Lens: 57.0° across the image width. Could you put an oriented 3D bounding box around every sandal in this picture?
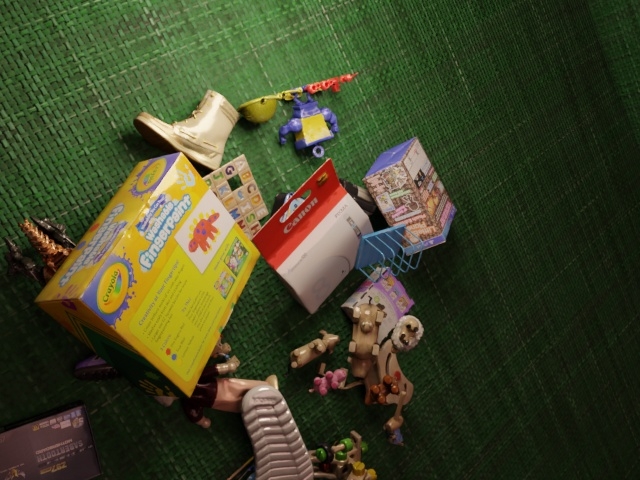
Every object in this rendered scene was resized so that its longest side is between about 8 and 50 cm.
[{"bbox_3d":[-0.120,0.583,1.635,0.169,0.102,0.416,-12,101,-17],"label":"sandal"}]

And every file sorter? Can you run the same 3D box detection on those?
[{"bbox_3d":[0.208,0.042,1.764,0.170,0.104,0.118,-16,132,-33],"label":"file sorter"}]

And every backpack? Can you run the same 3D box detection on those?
[{"bbox_3d":[-0.059,-0.048,1.742,0.173,0.117,0.158,24,77,-31],"label":"backpack"}]

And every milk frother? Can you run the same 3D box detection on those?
[{"bbox_3d":[0.093,-0.100,1.856,0.135,0.129,0.143,20,121,-28],"label":"milk frother"}]

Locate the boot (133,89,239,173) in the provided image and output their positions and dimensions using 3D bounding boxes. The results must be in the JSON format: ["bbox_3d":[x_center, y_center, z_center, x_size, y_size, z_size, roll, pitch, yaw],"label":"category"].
[{"bbox_3d":[-0.352,-0.324,1.586,0.262,0.095,0.203,29,75,-33],"label":"boot"}]

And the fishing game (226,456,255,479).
[{"bbox_3d":[-0.149,0.746,1.666,0.189,0.041,0.264,-31,87,-27],"label":"fishing game"}]

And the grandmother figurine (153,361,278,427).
[{"bbox_3d":[-0.295,0.414,1.595,0.342,0.104,0.207,16,94,-27],"label":"grandmother figurine"}]

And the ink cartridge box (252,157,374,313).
[{"bbox_3d":[0.000,0.000,1.644,0.308,0.091,0.385,-47,150,-12],"label":"ink cartridge box"}]

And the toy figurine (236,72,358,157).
[{"bbox_3d":[-0.039,-0.341,1.727,0.362,0.191,0.217,-25,108,-33],"label":"toy figurine"}]

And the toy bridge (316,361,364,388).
[{"bbox_3d":[0.068,0.432,1.848,0.188,0.026,0.063,21,78,-28],"label":"toy bridge"}]

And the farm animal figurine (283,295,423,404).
[{"bbox_3d":[0.099,0.324,1.753,0.330,0.172,0.326,25,82,7],"label":"farm animal figurine"}]

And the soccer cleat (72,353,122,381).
[{"bbox_3d":[-0.469,0.273,1.506,0.318,0.108,0.116,-12,71,-27],"label":"soccer cleat"}]

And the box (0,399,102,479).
[{"bbox_3d":[-0.657,0.507,1.395,0.233,0.059,0.183,-14,96,-30],"label":"box"}]

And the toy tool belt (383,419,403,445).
[{"bbox_3d":[0.244,0.630,1.929,0.052,0.051,0.083,-25,100,-29],"label":"toy tool belt"}]

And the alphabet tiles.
[{"bbox_3d":[-0.249,-0.091,1.654,0.198,0.009,0.237,-37,122,-27],"label":"alphabet tiles"}]

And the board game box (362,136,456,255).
[{"bbox_3d":[0.292,-0.144,1.884,0.291,0.141,0.232,58,33,-15],"label":"board game box"}]

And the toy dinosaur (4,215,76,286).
[{"bbox_3d":[-0.592,0.050,1.353,0.164,0.218,0.322,-36,149,-42],"label":"toy dinosaur"}]

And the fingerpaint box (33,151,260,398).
[{"bbox_3d":[-0.374,0.080,1.393,0.371,0.163,0.445,56,41,-36],"label":"fingerpaint box"}]

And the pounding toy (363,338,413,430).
[{"bbox_3d":[0.242,0.447,1.862,0.154,0.155,0.269,-8,86,-47],"label":"pounding toy"}]

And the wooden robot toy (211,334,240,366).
[{"bbox_3d":[-0.305,0.298,1.624,0.079,0.076,0.173,-38,110,11],"label":"wooden robot toy"}]

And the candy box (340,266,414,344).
[{"bbox_3d":[0.187,0.209,1.902,0.196,0.070,0.165,-44,109,-25],"label":"candy box"}]

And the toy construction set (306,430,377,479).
[{"bbox_3d":[0.086,0.707,1.720,0.237,0.257,0.308,-8,83,-40],"label":"toy construction set"}]
